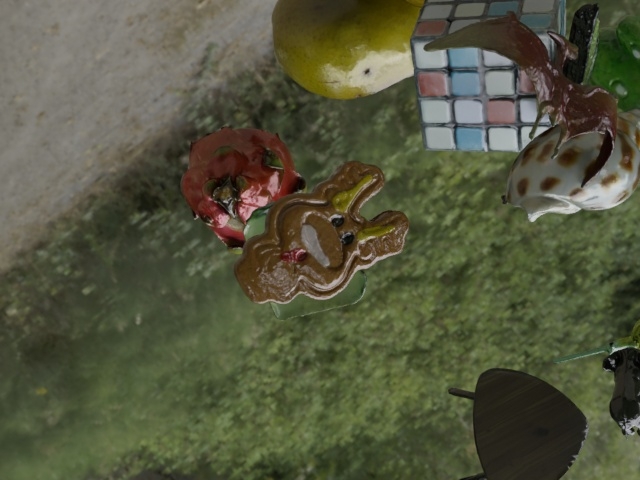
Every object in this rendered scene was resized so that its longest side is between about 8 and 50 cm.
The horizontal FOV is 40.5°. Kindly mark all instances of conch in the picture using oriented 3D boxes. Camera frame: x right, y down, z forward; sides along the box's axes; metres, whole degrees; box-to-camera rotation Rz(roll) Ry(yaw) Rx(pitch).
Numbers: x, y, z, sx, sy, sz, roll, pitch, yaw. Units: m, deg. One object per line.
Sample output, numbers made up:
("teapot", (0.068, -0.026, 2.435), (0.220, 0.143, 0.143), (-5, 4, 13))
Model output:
("conch", (0.435, -0.131, 1.424), (0.275, 0.183, 0.149), (-21, 133, -30))

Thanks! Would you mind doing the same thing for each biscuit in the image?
("biscuit", (0.001, 0.000, 1.372), (0.295, 0.186, 0.044), (-35, -169, -16))

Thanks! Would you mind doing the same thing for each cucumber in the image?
("cucumber", (0.437, -0.297, 1.459), (0.070, 0.046, 0.220), (-31, 136, -46))

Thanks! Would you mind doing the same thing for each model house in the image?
("model house", (-0.014, 0.001, 1.572), (0.195, 0.214, 0.189), (-18, -165, 14))

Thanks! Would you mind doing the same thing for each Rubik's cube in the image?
("Rubik's cube", (0.324, -0.336, 1.627), (0.253, 0.256, 0.259), (4, -137, 20))

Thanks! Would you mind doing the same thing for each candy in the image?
("candy", (0.464, 0.170, 1.385), (0.194, 0.062, 0.058), (-21, 152, 25))

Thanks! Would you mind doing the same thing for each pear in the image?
("pear", (0.064, -0.519, 2.035), (0.386, 0.340, 0.191), (0, 156, 12))

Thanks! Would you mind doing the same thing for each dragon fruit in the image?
("dragon fruit", (-0.189, -0.108, 2.105), (0.305, 0.305, 0.226), (-38, -141, 20))

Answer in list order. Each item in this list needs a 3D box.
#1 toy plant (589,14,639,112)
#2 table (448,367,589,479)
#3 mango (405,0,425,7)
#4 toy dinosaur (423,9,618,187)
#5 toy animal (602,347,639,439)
("toy plant", (0.633, -0.281, 1.703), (0.184, 0.316, 0.224), (-28, 179, -11))
("table", (0.444, 0.467, 2.172), (0.317, 0.317, 0.249), (-39, 180, -22))
("mango", (0.176, -0.716, 1.884), (0.220, 0.445, 0.301), (-30, -171, 48))
("toy dinosaur", (0.301, -0.203, 1.227), (0.327, 0.206, 0.113), (5, 161, -37))
("toy animal", (0.725, 0.338, 1.999), (0.114, 0.146, 0.245), (-17, -141, 27))
